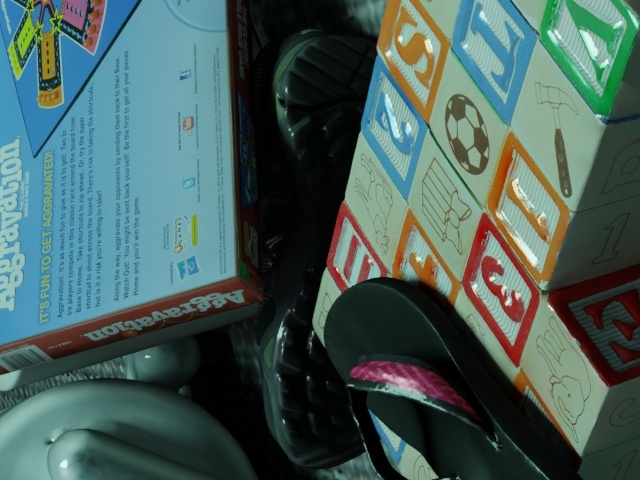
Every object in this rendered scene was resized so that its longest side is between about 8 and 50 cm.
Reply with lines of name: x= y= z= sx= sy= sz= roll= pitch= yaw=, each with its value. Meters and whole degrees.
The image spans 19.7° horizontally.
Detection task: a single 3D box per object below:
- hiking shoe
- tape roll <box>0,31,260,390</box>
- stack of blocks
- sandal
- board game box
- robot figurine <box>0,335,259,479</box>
hiking shoe: x=0.000 y=0.000 z=0.928 sx=0.114 sy=0.086 sz=0.227 roll=-137 pitch=46 yaw=-64
tape roll: x=-0.144 y=-0.050 z=1.092 sx=0.246 sy=0.169 sz=0.246 roll=47 pitch=145 yaw=48
stack of blocks: x=0.092 y=-0.009 z=0.683 sx=0.171 sy=0.087 sz=0.297 roll=58 pitch=152 yaw=33
sandal: x=0.042 y=0.071 z=0.680 sx=0.179 sy=0.040 sz=0.067 roll=45 pitch=144 yaw=48
board game box: x=-0.102 y=-0.078 z=0.909 sx=0.027 sy=0.145 sz=0.281 roll=48 pitch=-148 yaw=-52
robot figurine: x=-0.151 y=0.195 z=1.200 sx=0.300 sy=0.200 sz=0.353 roll=-65 pitch=10 yaw=-12
